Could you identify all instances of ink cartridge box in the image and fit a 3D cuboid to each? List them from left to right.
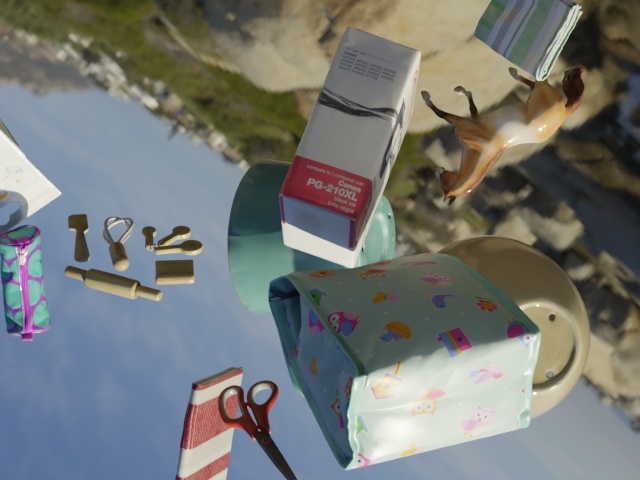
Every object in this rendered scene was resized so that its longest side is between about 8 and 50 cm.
[{"bbox_3d":[-0.502,-0.102,1.629,0.232,0.189,0.066,49,-167,-43],"label":"ink cartridge box"},{"bbox_3d":[0.037,-0.111,1.455,0.100,0.237,0.172,19,161,7],"label":"ink cartridge box"}]

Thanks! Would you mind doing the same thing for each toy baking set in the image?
[{"bbox_3d":[-0.304,0.024,1.872,0.256,0.030,0.197,11,-148,13],"label":"toy baking set"}]

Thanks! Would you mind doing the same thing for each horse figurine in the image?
[{"bbox_3d":[0.263,-0.177,1.672,0.066,0.263,0.174,63,-175,-55],"label":"horse figurine"}]

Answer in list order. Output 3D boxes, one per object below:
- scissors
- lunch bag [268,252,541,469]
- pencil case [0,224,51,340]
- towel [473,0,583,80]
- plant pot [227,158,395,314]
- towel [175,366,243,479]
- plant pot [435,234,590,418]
[{"bbox_3d":[-0.104,0.329,1.972,0.297,0.109,0.021,-110,6,-56],"label":"scissors"},{"bbox_3d":[0.080,0.107,1.307,0.262,0.223,0.160,-129,34,-54],"label":"lunch bag"},{"bbox_3d":[-0.416,0.058,1.667,0.070,0.064,0.152,-130,35,-64],"label":"pencil case"},{"bbox_3d":[0.278,-0.298,1.627,0.023,0.113,0.152,10,-155,-42],"label":"towel"},{"bbox_3d":[0.000,0.000,2.197,0.235,0.293,0.293,4,165,24],"label":"plant pot"},{"bbox_3d":[-0.218,0.402,2.178,0.037,0.329,0.237,11,-175,14],"label":"towel"},{"bbox_3d":[0.270,0.139,1.700,0.284,0.284,0.191,43,174,-12],"label":"plant pot"}]
